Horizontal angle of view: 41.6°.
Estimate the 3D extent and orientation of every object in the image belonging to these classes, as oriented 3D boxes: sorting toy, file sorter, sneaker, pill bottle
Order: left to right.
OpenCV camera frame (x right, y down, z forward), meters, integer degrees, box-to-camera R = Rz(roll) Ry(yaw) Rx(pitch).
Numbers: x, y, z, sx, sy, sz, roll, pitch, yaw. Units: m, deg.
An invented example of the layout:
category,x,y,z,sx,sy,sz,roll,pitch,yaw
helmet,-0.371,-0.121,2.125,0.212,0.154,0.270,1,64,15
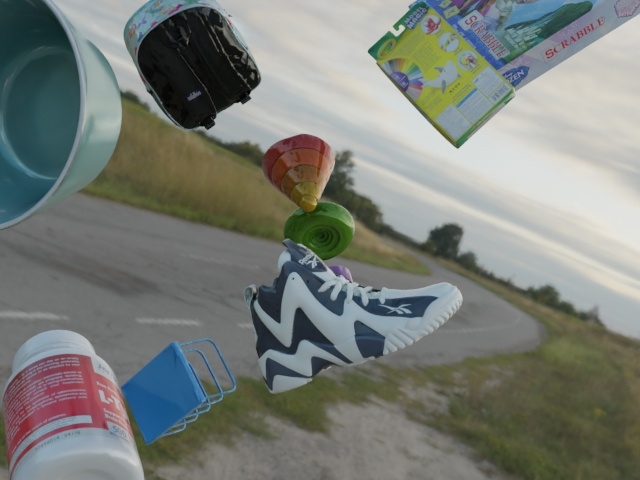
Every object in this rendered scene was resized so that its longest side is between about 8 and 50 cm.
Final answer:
category,x,y,z,sx,sy,sz,roll,pitch,yaw
pill bottle,-0.489,0.355,1.624,0.229,0.229,0.407,23,17,-33
file sorter,-0.253,0.267,1.520,0.104,0.170,0.118,-6,61,-54
sorting toy,0.000,0.000,1.432,0.126,0.127,0.365,-103,177,-50
sneaker,0.021,0.055,0.911,0.153,0.235,0.094,67,21,1

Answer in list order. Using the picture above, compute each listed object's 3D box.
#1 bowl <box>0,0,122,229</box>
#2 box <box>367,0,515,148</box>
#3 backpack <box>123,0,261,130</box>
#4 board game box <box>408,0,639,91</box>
category,x,y,z,sx,sy,sz,roll,pitch,yaw
bowl,-0.381,-0.167,1.076,0.312,0.311,0.163,24,11,18
box,0.154,-0.218,1.098,0.179,0.105,0.043,50,8,14
backpack,-0.265,-0.380,1.689,0.191,0.225,0.253,59,3,37
board game box,0.352,-0.413,1.480,0.066,0.318,0.318,52,9,-41
